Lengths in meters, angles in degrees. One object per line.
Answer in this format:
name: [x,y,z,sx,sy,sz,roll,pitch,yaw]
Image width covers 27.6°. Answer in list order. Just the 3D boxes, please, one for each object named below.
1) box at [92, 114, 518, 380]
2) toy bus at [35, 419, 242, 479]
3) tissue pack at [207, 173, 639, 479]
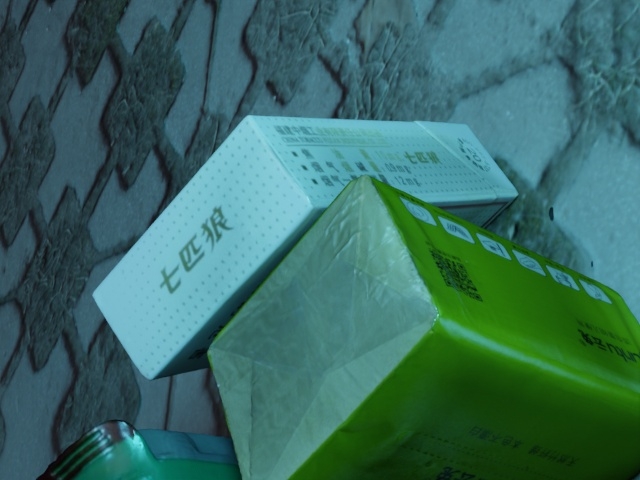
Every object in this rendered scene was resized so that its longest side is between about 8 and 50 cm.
box: [0.000,0.001,1.080,0.210,0.330,0.095,-46,67,28]
toy bus: [-0.051,0.272,0.997,0.183,0.343,0.199,-46,48,29]
tissue pack: [0.093,0.107,0.944,0.200,0.274,0.167,-48,40,24]
